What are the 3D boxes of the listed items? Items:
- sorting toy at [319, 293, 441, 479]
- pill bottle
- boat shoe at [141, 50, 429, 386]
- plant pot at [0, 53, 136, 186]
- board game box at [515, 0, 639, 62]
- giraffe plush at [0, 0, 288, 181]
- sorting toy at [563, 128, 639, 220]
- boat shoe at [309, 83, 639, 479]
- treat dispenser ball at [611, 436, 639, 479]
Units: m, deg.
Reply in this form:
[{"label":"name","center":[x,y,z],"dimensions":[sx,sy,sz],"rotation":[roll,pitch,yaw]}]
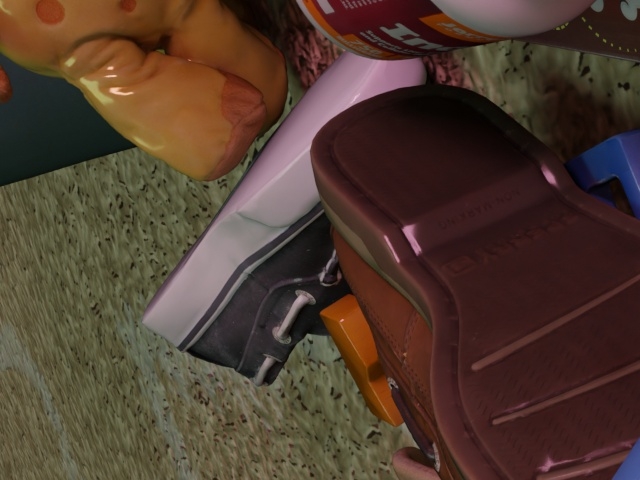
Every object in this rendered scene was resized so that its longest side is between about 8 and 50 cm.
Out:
[{"label":"sorting toy","center":[0.109,0.165,0.879],"dimensions":[0.307,0.041,0.229],"rotation":[63,166,-16]},{"label":"pill bottle","center":[0.051,-0.109,0.635],"dimensions":[0.152,0.086,0.086],"rotation":[1,113,68]},{"label":"boat shoe","center":[0.000,0.000,0.951],"dimensions":[0.102,0.108,0.301],"rotation":[35,145,-5]},{"label":"plant pot","center":[-0.269,-0.152,1.143],"dimensions":[0.293,0.235,0.293],"rotation":[54,158,34]},{"label":"board game box","center":[0.076,-0.145,0.700],"dimensions":[0.281,0.027,0.145],"rotation":[23,134,62]},{"label":"giraffe plush","center":[-0.085,-0.157,0.932],"dimensions":[0.170,0.210,0.181],"rotation":[-58,33,25]},{"label":"sorting toy","center":[0.183,0.118,0.680],"dimensions":[0.196,0.047,0.348],"rotation":[107,141,-67]},{"label":"boat shoe","center":[0.086,0.052,0.664],"dimensions":[0.307,0.110,0.104],"rotation":[-115,8,-56]},{"label":"treat dispenser ball","center":[0.180,0.124,0.351],"dimensions":[0.288,0.288,0.288],"rotation":[51,154,36]}]
